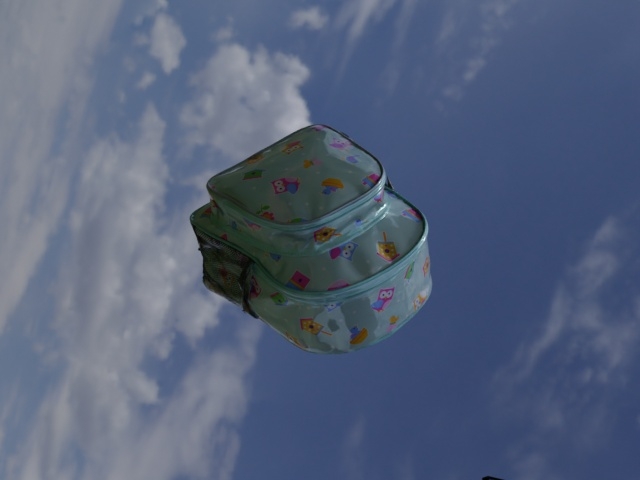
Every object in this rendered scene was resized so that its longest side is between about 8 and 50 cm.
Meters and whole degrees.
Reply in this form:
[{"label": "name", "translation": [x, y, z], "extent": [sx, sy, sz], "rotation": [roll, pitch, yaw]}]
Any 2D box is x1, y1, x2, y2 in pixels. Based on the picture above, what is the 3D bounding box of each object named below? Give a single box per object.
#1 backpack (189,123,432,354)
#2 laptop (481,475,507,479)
[{"label": "backpack", "translation": [0.000, 0.000, 0.833], "extent": [0.188, 0.166, 0.144], "rotation": [39, -35, 33]}, {"label": "laptop", "translation": [0.392, 0.505, 1.627], "extent": [0.264, 0.137, 0.234], "rotation": [-26, -141, 47]}]
